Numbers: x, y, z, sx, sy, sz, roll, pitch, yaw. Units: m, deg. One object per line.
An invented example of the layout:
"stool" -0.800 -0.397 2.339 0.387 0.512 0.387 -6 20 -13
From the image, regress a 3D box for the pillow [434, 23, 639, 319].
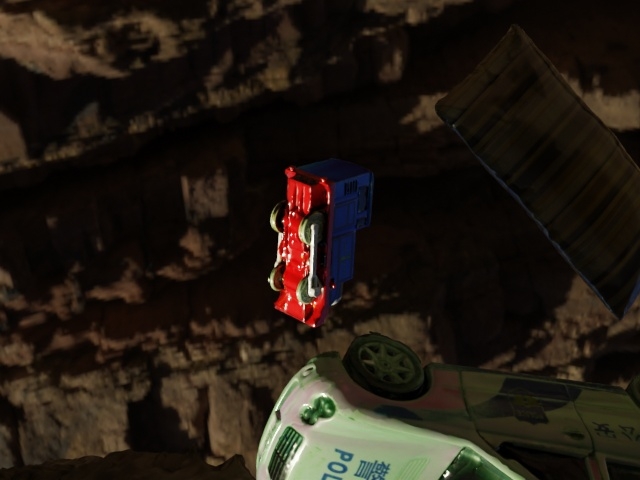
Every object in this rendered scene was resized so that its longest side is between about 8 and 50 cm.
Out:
"pillow" 0.175 -0.050 0.718 0.203 0.038 0.113 48 -120 -7

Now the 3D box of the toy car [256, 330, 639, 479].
"toy car" 0.085 0.106 0.429 0.224 0.090 0.076 10 -145 -19

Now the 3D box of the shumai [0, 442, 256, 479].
"shumai" -0.196 0.218 0.507 0.346 0.283 0.217 -15 -109 39

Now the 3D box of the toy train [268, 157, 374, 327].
"toy train" 0.000 0.000 1.329 0.083 0.204 0.131 23 -150 38
